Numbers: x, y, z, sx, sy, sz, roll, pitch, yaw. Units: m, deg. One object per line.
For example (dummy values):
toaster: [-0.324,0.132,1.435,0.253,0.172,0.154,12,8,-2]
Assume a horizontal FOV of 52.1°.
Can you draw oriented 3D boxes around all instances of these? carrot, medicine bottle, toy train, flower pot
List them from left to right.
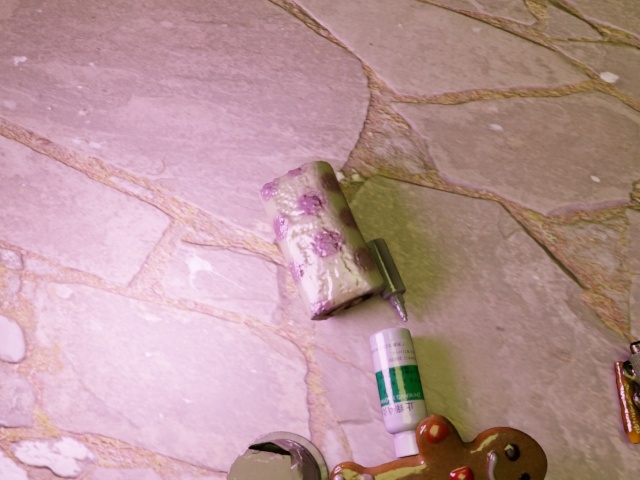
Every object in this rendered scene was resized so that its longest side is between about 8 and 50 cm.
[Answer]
flower pot: [-0.090,0.469,1.282,0.213,0.202,0.212,-1,65,2]
medicine bottle: [0.155,0.092,1.480,0.058,0.057,0.199,-20,69,-3]
medicine bottle: [0.168,0.317,1.371,0.095,0.095,0.259,-11,69,1]
carrot: [0.635,0.330,1.350,0.042,0.042,0.170,-4,68,4]
toy train: [0.704,0.304,1.318,0.137,0.090,0.225,-8,71,-28]

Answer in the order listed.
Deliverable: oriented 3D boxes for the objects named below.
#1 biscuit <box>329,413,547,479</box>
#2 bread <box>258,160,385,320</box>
biscuit: [0.235,0.485,1.262,0.433,0.064,0.282,-18,91,-1]
bread: [0.000,0.000,1.469,0.187,0.155,0.338,-26,69,8]
